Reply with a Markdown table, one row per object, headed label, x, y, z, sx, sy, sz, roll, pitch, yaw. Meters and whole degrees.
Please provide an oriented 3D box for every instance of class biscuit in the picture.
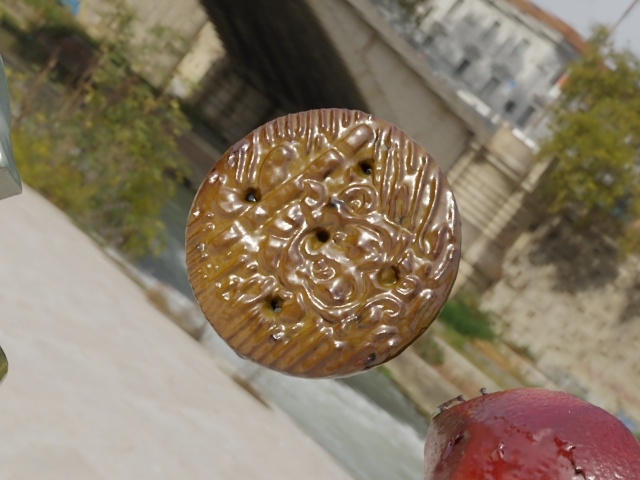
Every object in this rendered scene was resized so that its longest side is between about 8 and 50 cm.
| label | x | y | z | sx | sy | sz | roll | pitch | yaw |
| --- | --- | --- | --- | --- | --- | --- | --- | --- | --- |
| biscuit | 0.000 | 0.000 | 0.851 | 0.188 | 0.188 | 0.027 | 39 | -7 | 16 |

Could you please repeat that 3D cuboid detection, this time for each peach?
| label | x | y | z | sx | sy | sz | roll | pitch | yaw |
| --- | --- | --- | --- | --- | --- | --- | --- | --- | --- |
| peach | 0.140 | 0.187 | 0.947 | 0.068 | 0.189 | 0.279 | 41 | 1 | -38 |

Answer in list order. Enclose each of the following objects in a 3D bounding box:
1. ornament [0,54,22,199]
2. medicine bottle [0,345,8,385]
| label | x | y | z | sx | sy | sz | roll | pitch | yaw |
| --- | --- | --- | --- | --- | --- | --- | --- | --- | --- |
| ornament | -0.331 | -0.152 | 1.083 | 0.285 | 0.130 | 0.120 | 53 | -14 | 26 |
| medicine bottle | -0.394 | 0.189 | 0.999 | 0.151 | 0.322 | 0.151 | 20 | -34 | 14 |
